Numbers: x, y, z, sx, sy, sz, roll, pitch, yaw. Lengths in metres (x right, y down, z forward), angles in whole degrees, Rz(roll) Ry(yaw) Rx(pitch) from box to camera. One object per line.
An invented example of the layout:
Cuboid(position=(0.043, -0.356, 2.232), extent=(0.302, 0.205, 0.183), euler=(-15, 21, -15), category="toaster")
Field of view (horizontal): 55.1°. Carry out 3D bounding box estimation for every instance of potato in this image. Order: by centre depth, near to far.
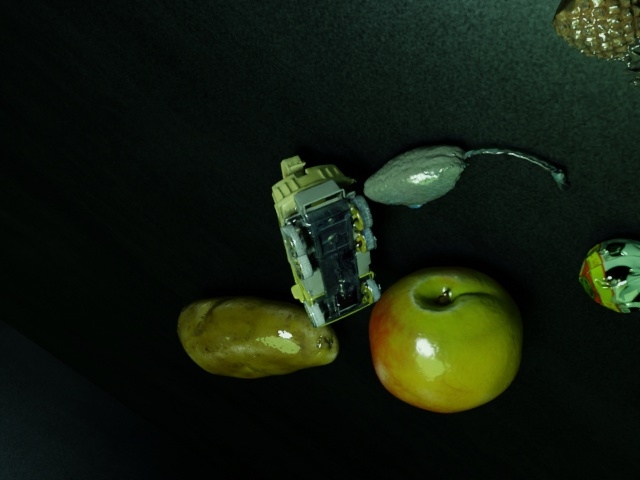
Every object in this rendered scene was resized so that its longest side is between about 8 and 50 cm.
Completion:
Cuboid(position=(-0.134, 0.197, 1.237), extent=(0.369, 0.176, 0.195), euler=(-5, 104, 34), category="potato")

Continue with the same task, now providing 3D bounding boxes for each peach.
Cuboid(position=(0.184, 0.145, 0.907), extent=(0.231, 0.231, 0.231), euler=(19, 142, 16), category="peach")

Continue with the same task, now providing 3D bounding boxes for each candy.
Cuboid(position=(0.459, 0.023, 0.701), extent=(0.306, 0.083, 0.091), euler=(-13, 109, 33), category="candy")

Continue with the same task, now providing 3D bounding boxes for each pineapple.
Cuboid(position=(0.293, -0.181, 0.561), extent=(0.159, 0.074, 0.074), euler=(33, 144, -5), category="pineapple")

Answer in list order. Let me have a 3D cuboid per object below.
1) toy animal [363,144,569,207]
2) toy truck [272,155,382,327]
Cuboid(position=(0.173, -0.088, 0.773), extent=(0.253, 0.070, 0.079), euler=(-6, 166, 24), category="toy animal")
Cuboid(position=(0.000, 0.000, 0.917), extent=(0.272, 0.124, 0.157), euler=(78, 166, -50), category="toy truck")
